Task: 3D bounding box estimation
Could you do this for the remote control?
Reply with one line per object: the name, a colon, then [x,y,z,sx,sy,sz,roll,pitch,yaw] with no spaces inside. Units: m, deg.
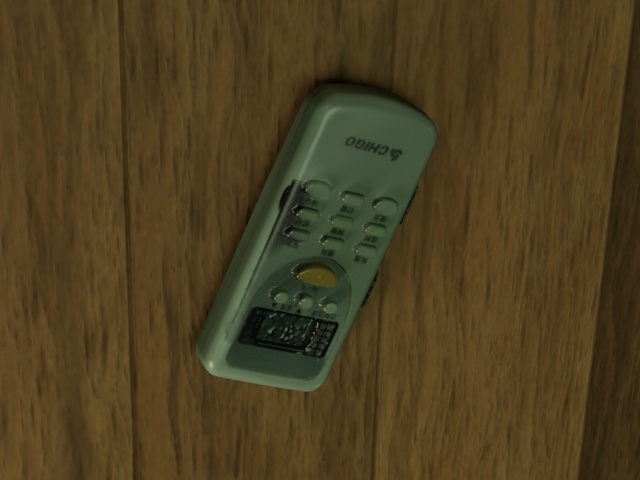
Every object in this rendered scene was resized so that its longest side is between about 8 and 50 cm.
remote control: [0.000,0.000,1.605,0.140,0.056,0.296,13,112,-33]
